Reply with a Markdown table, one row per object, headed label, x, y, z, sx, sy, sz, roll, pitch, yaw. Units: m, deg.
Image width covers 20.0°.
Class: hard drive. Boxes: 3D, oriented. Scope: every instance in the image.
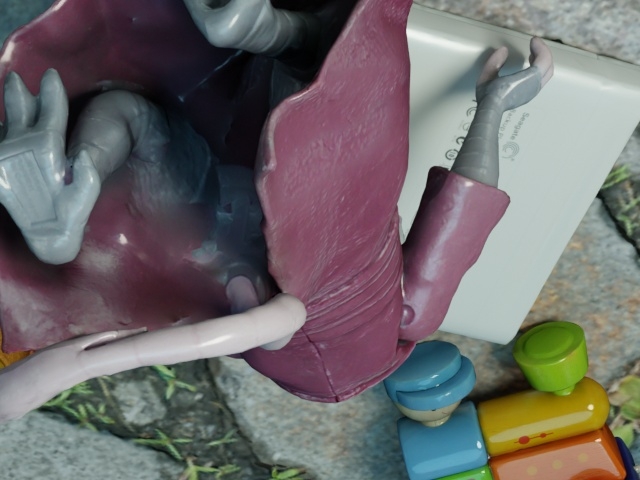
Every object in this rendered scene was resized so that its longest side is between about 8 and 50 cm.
| label | x | y | z | sx | sy | sz | roll | pitch | yaw |
| --- | --- | --- | --- | --- | --- | --- | --- | --- | --- |
| hard drive | 0.007 | -0.050 | 1.038 | 0.308 | 0.040 | 0.203 | 13 | 127 | -17 |

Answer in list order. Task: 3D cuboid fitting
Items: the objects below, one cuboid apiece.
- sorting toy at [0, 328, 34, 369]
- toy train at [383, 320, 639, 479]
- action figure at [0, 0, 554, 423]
| label | x | y | z | sx | sy | sz | roll | pitch | yaw |
| --- | --- | --- | --- | --- | --- | --- | --- | --- | --- |
| sorting toy | -0.274 | -0.012 | 0.981 | 0.127 | 0.126 | 0.365 | -30 | 127 | 17 |
| toy train | 0.167 | 0.113 | 1.163 | 0.248 | 0.105 | 0.143 | -15 | 116 | 5 |
| action figure | 0.000 | 0.000 | 0.869 | 0.248 | 0.275 | 0.370 | -13 | 150 | 10 |
